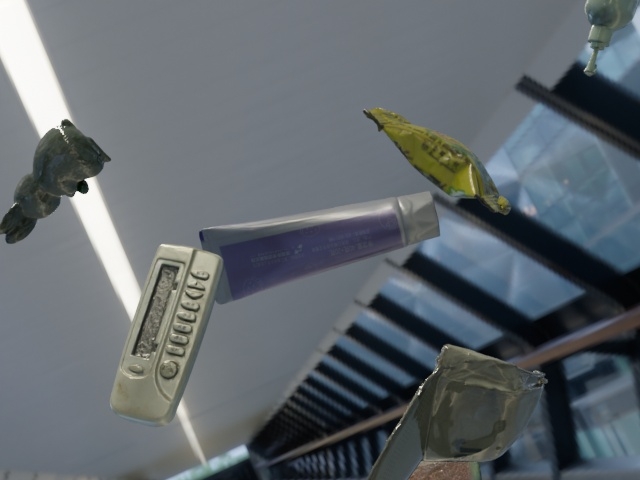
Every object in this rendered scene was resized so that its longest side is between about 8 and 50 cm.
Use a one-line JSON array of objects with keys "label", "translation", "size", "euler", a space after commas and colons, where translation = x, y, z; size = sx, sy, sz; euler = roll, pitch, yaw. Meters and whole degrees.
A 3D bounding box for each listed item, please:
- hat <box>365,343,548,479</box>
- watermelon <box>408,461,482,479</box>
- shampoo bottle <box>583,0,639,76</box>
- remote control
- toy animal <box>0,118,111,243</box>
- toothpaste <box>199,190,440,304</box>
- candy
[{"label": "hat", "translation": [0.136, 0.229, 1.070], "size": [0.214, 0.149, 0.244], "euler": [88, -158, -68]}, {"label": "watermelon", "translation": [0.209, 0.461, 1.753], "size": [0.146, 0.231, 0.128], "euler": [2, -21, 22]}, {"label": "shampoo bottle", "translation": [0.320, -0.273, 1.087], "size": [0.056, 0.195, 0.056], "euler": [17, 2, -1]}, {"label": "remote control", "translation": [-0.191, 0.118, 1.262], "size": [0.090, 0.230, 0.049], "euler": [11, -22, 11]}, {"label": "toy animal", "translation": [-0.497, -0.107, 1.818], "size": [0.236, 0.138, 0.108], "euler": [-39, 29, -5]}, {"label": "toothpaste", "translation": [0.000, 0.000, 1.590], "size": [0.371, 0.125, 0.080], "euler": [-14, 10, 0]}, {"label": "candy", "translation": [0.218, -0.146, 1.803], "size": [0.081, 0.297, 0.187], "euler": [-52, -16, 18]}]
